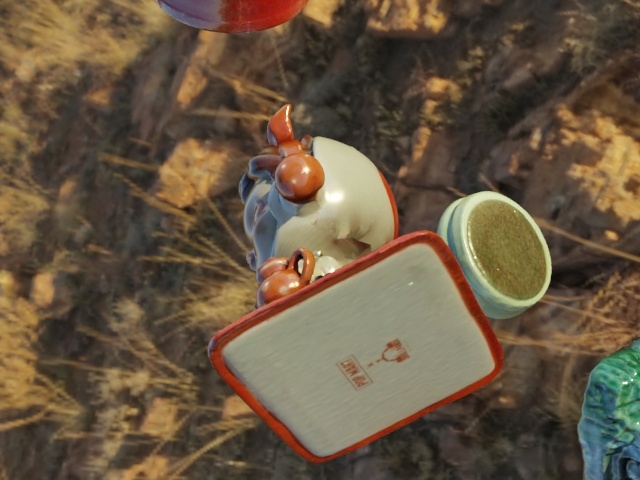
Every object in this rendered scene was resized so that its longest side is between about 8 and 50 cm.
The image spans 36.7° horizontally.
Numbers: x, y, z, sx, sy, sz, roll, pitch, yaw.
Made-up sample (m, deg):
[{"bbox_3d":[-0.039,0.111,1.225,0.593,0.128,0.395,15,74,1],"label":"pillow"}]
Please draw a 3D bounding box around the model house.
[{"bbox_3d":[0.412,0.234,0.919,0.241,0.225,0.261,30,138,59],"label":"model house"}]

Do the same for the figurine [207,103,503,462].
[{"bbox_3d":[0.000,0.000,0.687,0.160,0.183,0.226,-27,48,6],"label":"figurine"}]

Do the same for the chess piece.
[{"bbox_3d":[0.194,0.063,1.521,0.299,0.194,0.195,-34,53,48],"label":"chess piece"}]

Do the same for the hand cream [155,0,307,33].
[{"bbox_3d":[-0.116,-0.388,1.242,0.149,0.230,0.230,93,160,-47],"label":"hand cream"}]
